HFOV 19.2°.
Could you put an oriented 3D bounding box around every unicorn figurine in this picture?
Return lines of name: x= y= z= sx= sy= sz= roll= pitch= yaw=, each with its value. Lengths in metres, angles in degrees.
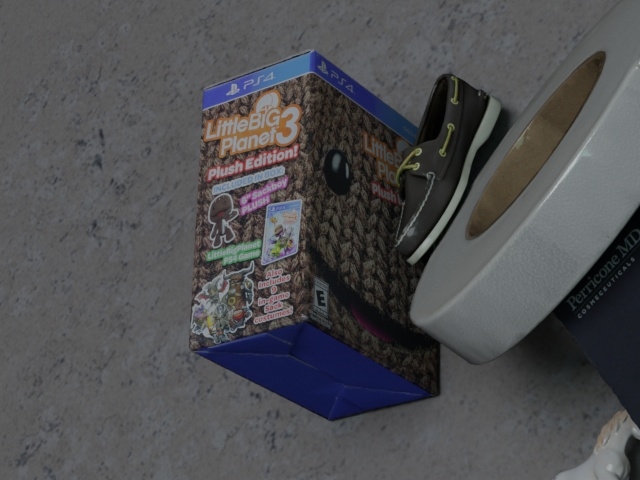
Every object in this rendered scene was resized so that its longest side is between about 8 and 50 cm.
unicorn figurine: x=0.253 y=0.216 z=1.687 sx=0.162 sy=0.060 sz=0.111 roll=-27 pitch=54 yaw=27

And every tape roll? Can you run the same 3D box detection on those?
tape roll: x=0.219 y=-0.065 z=1.691 sx=0.392 sy=0.072 sz=0.392 roll=-54 pitch=5 yaw=7

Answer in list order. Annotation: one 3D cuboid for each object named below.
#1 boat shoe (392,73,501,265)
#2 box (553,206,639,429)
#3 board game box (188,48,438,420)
boat shoe: x=0.111 y=-0.073 z=1.890 sx=0.081 sy=0.068 sz=0.228 roll=-44 pitch=16 yaw=51
box: x=0.413 y=0.055 z=1.514 sx=0.343 sy=0.179 sz=0.312 roll=-48 pitch=50 yaw=21
board game box: x=0.000 y=0.000 z=1.888 sx=0.141 sy=0.232 sz=0.291 roll=-16 pitch=59 yaw=32
